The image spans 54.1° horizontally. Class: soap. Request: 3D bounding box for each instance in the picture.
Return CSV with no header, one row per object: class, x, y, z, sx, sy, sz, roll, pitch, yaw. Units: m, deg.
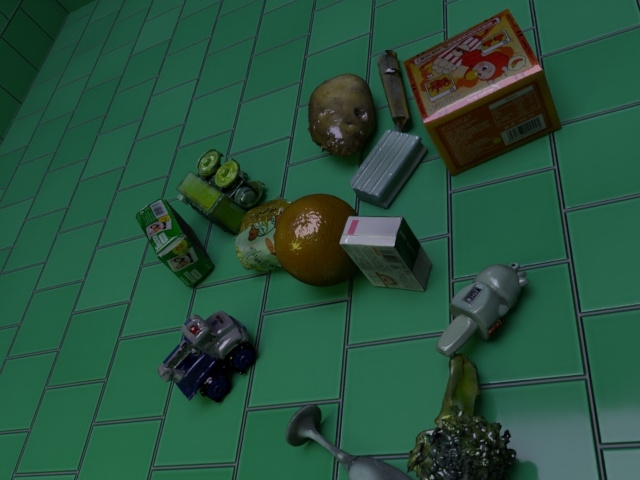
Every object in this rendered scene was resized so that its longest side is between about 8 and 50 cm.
soap,0.173,-0.188,1.621,0.119,0.066,0.198,23,72,44

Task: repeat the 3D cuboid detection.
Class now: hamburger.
hamburger,-0.126,-0.034,1.659,0.214,0.125,0.235,-3,67,30

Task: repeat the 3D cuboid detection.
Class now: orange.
orange,0.000,0.000,1.475,0.236,0.236,0.236,-18,49,22

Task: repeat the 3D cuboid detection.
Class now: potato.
potato,0.059,-0.347,1.771,0.191,0.141,0.296,-7,51,10

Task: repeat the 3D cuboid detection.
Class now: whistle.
whistle,0.212,-0.429,1.788,0.068,0.057,0.327,115,157,-46
whistle,0.321,0.133,1.247,0.253,0.106,0.101,-45,5,-19

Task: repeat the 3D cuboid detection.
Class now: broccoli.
broccoli,0.246,0.355,1.140,0.275,0.177,0.199,-82,15,-67

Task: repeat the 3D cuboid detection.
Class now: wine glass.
wine glass,0.023,0.504,1.191,0.309,0.096,0.264,26,82,42

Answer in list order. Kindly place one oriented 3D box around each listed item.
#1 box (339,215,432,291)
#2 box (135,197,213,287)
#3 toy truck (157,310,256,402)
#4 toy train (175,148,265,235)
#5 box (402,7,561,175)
box,0.147,0.029,1.378,0.135,0.199,0.081,4,58,33
box,-0.420,0.002,1.800,0.103,0.180,0.250,-38,43,-2
toy truck,-0.282,0.265,1.505,0.213,0.177,0.161,-50,44,-8
toy train,-0.295,-0.146,1.846,0.188,0.159,0.271,-53,46,-3
box,0.381,-0.357,1.509,0.283,0.214,0.260,-23,49,17
